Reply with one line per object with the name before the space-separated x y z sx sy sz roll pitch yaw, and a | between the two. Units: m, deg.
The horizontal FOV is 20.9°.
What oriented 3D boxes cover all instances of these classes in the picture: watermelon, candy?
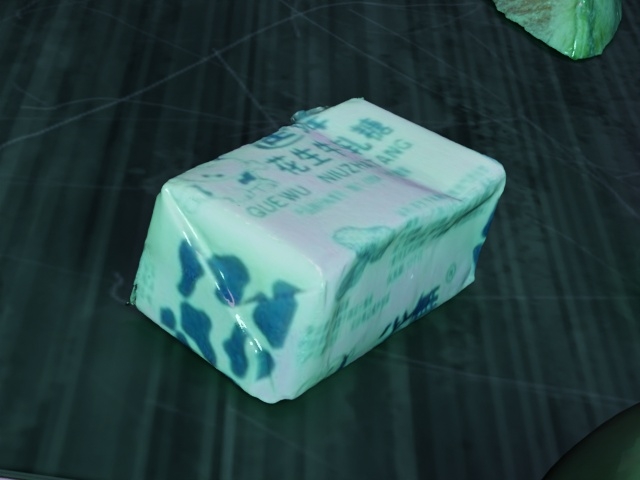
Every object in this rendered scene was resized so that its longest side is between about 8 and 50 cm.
watermelon | 0.157 -0.173 1.149 0.094 0.081 0.180 -17 24 1
candy | 0.000 0.000 0.732 0.092 0.073 0.160 30 32 23

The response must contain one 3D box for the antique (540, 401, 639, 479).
antique | 0.160 0.140 0.408 0.322 0.185 0.255 16 29 17
